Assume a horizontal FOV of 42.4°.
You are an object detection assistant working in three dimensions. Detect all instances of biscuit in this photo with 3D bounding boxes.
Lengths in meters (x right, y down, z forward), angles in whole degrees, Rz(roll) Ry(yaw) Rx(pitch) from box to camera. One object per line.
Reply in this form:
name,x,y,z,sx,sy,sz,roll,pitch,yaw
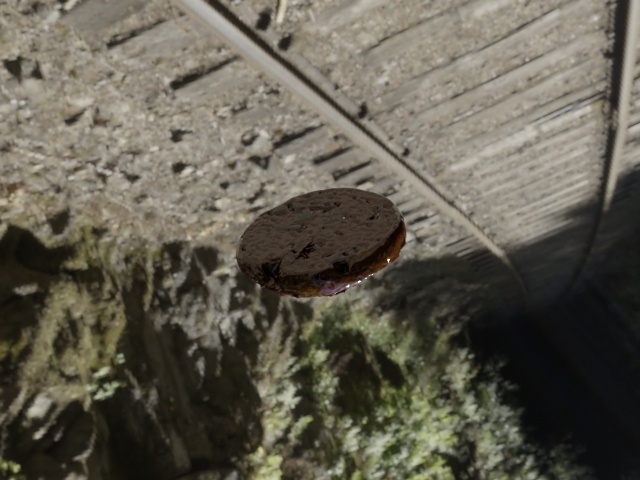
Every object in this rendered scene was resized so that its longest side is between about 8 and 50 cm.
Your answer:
biscuit,0.000,0.000,0.918,0.192,0.192,0.049,-17,124,-13
